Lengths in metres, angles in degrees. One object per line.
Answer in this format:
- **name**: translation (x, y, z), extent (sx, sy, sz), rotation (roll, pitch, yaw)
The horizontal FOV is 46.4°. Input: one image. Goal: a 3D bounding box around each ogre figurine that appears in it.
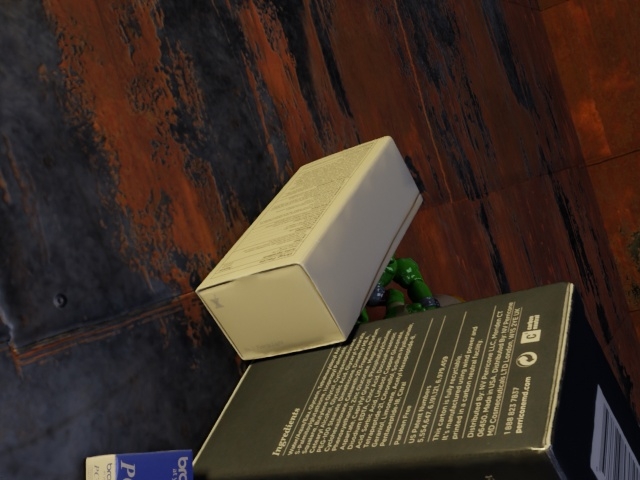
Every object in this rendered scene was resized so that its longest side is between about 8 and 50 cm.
- **ogre figurine**: translation (0.077, 0.063, 1.064), extent (0.096, 0.197, 0.118), rotation (92, -4, -49)

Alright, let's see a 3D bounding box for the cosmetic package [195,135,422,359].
- **cosmetic package**: translation (0.000, 0.000, 0.937), extent (0.113, 0.160, 0.309), rotation (59, 38, -21)

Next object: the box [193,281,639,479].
- **box**: translation (0.119, 0.252, 0.787), extent (0.293, 0.396, 0.212), rotation (58, 36, -23)

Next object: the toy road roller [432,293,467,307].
- **toy road roller**: translation (0.227, 0.268, 1.157), extent (0.329, 0.240, 0.202), rotation (37, 33, 13)

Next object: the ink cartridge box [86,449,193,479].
- **ink cartridge box**: translation (-0.162, 0.300, 0.681), extent (0.097, 0.046, 0.207), rotation (16, 64, -52)
